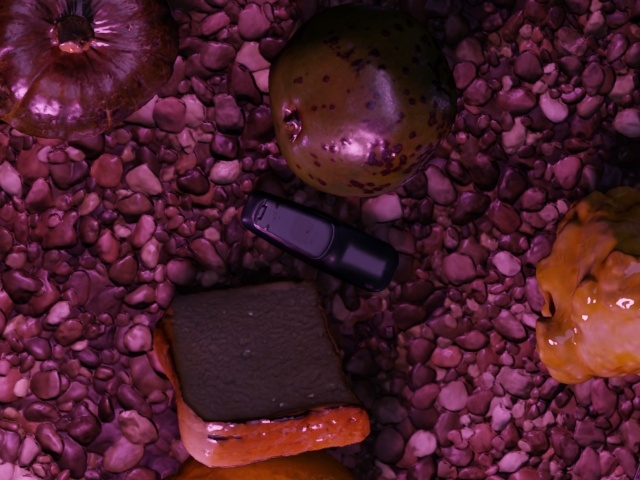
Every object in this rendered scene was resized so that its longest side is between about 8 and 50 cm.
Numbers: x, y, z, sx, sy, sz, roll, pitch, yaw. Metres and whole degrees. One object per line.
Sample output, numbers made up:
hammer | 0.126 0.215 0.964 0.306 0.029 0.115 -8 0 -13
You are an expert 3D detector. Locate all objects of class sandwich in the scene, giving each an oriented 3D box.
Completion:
sandwich | -0.079 0.162 1.689 0.226 0.251 0.087 -6 128 -16

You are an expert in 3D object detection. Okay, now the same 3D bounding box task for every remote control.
remote control | 0.000 0.000 1.803 0.222 0.042 0.072 25 87 -13

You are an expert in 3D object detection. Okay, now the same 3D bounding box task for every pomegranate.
pomegranate | 0.059 -0.181 1.724 0.270 0.254 0.254 -31 98 -36

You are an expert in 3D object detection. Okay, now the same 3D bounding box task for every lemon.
lemon | -0.070 0.354 1.696 0.263 0.236 0.236 6 89 13

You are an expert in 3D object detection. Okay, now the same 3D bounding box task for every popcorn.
popcorn | 0.399 0.057 1.812 0.235 0.241 0.250 62 38 -35

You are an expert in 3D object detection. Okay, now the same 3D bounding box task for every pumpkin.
pumpkin | -0.303 -0.242 1.652 0.260 0.189 0.260 0 92 -13

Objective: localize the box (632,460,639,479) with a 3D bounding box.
box | 0.474 0.407 1.857 0.103 0.180 0.250 24 86 -9
